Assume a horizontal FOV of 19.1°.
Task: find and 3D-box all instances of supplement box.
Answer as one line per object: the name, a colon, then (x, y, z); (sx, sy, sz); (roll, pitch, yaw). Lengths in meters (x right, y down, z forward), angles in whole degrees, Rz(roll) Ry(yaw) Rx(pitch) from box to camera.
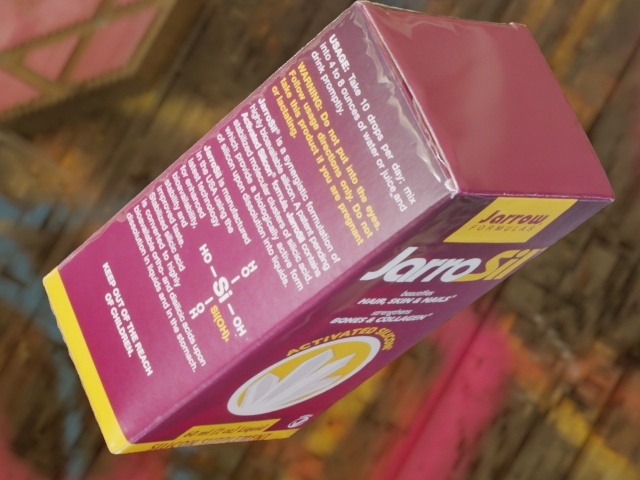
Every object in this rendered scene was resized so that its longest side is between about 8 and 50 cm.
supplement box: (0.000, 0.000, 0.711); (0.104, 0.188, 0.081); (1, -122, -50)
